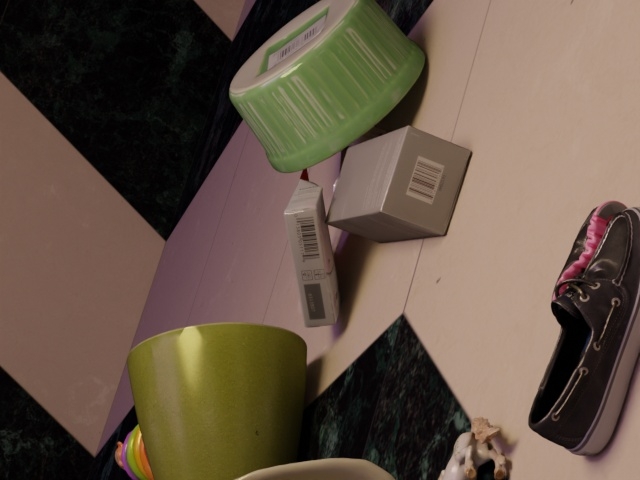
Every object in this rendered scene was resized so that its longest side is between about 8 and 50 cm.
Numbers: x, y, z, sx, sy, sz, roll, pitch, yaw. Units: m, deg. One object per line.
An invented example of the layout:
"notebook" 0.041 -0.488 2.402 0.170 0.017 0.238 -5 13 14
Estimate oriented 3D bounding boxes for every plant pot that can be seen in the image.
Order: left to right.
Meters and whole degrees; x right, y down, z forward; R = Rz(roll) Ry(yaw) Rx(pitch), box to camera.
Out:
"plant pot" -0.141 0.306 1.699 0.275 0.274 0.294 134 135 -54

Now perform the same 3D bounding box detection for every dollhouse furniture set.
"dollhouse furniture set" 0.084 -0.144 1.884 0.081 0.091 0.114 26 125 34

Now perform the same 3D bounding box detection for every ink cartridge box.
"ink cartridge box" 0.000 0.000 1.774 0.232 0.066 0.189 -62 -36 -65

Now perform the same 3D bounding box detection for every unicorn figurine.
"unicorn figurine" 0.136 0.251 1.183 0.162 0.060 0.111 -52 18 4

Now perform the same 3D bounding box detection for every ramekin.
"ramekin" 0.000 -0.261 1.822 0.303 0.148 0.303 -34 22 15

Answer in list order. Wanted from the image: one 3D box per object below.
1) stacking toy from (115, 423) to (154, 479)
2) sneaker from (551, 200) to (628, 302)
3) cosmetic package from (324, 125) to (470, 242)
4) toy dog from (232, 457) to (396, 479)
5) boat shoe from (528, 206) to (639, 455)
"stacking toy" -0.273 0.356 1.962 0.165 0.175 0.301 -38 11 -39
"sneaker" 0.253 0.017 1.099 0.119 0.047 0.057 -62 10 1
"cosmetic package" 0.099 -0.072 1.590 0.238 0.107 0.127 173 116 -75
"toy dog" -0.058 0.394 1.113 0.408 0.395 0.285 63 -156 -66
"boat shoe" 0.236 0.072 1.019 0.080 0.076 0.229 -176 105 -73
